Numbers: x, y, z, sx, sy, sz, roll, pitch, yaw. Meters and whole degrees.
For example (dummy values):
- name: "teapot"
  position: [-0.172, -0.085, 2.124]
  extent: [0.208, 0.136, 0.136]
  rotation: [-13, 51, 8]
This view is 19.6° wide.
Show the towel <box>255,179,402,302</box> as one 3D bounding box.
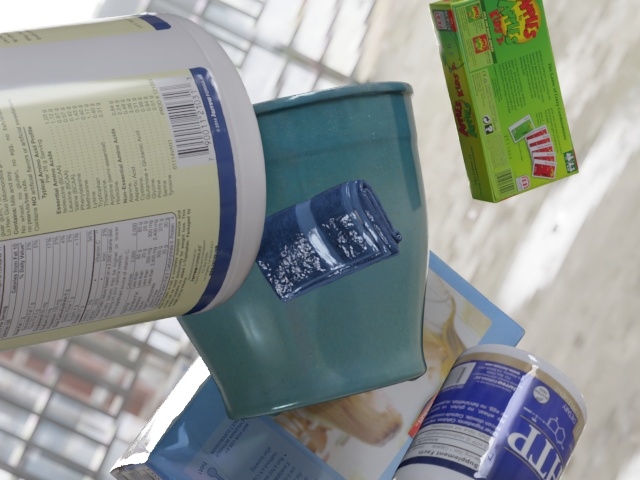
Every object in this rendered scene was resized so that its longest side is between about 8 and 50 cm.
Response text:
- name: "towel"
  position: [0.000, 0.000, 1.395]
  extent: [0.119, 0.067, 0.029]
  rotation: [-23, 15, 37]

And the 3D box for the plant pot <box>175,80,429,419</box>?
- name: "plant pot"
  position: [-0.022, 0.018, 1.627]
  extent: [0.271, 0.272, 0.255]
  rotation: [153, 104, -75]

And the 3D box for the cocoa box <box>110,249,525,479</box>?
- name: "cocoa box"
  position: [-0.007, 0.163, 1.856]
  extent: [0.347, 0.231, 0.228]
  rotation: [-52, 6, -18]

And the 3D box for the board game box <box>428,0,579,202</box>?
- name: "board game box"
  position: [0.163, -0.134, 1.637]
  extent: [0.043, 0.092, 0.181]
  rotation: [16, 122, 63]

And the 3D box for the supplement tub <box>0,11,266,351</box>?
- name: "supplement tub"
  position: [-0.229, -0.037, 1.347]
  extent: [0.235, 0.325, 0.235]
  rotation: [27, 122, 54]

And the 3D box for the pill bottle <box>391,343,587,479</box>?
- name: "pill bottle"
  position: [0.113, 0.179, 1.363]
  extent: [0.186, 0.112, 0.112]
  rotation: [-59, 5, -32]
